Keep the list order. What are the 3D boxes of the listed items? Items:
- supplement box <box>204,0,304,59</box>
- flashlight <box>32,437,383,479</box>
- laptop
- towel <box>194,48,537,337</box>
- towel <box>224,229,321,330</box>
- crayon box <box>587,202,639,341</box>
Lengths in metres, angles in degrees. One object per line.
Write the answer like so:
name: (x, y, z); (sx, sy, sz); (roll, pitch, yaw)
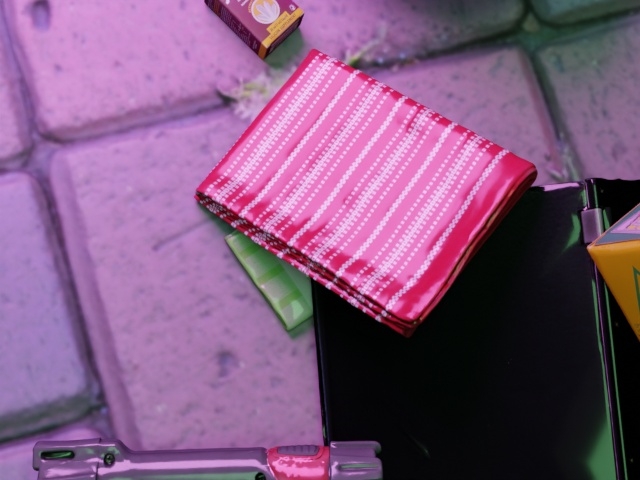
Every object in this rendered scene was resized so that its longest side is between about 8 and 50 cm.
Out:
supplement box: (-0.064, -0.226, 1.388); (0.083, 0.043, 0.055); (44, 78, 2)
flashlight: (-0.096, 0.231, 1.261); (0.304, 0.103, 0.103); (-3, 52, 1)
laptop: (0.232, 0.147, 1.367); (0.408, 0.236, 0.382); (0, 83, -38)
towel: (0.037, -0.052, 1.313); (0.275, 0.031, 0.199); (32, 75, 29)
towel: (0.000, 0.000, 1.367); (0.152, 0.023, 0.113); (-35, 86, -13)
crayon box: (0.458, 0.038, 1.313); (0.363, 0.106, 0.313); (-36, 99, -28)
